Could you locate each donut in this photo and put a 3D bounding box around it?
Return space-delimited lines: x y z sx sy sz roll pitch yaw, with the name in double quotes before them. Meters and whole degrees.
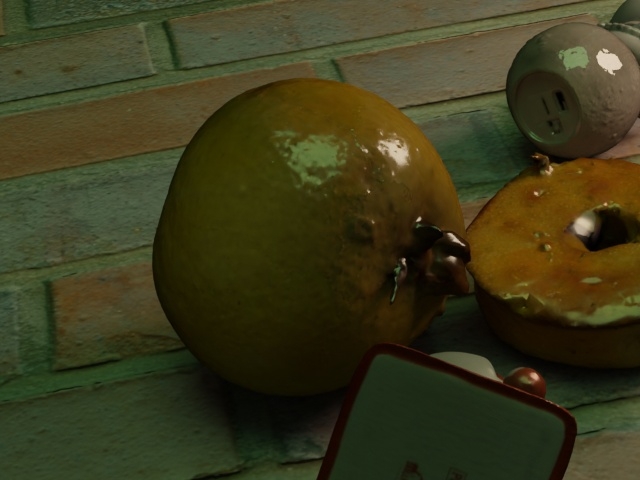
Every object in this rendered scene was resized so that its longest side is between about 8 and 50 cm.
"donut" 0.249 0.015 1.422 0.254 0.118 0.253 -3 31 2

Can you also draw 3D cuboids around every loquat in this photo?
"loquat" 0.000 0.000 1.359 0.275 0.274 0.275 -5 33 3

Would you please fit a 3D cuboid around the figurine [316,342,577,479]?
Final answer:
"figurine" 0.093 0.157 1.206 0.160 0.183 0.226 21 12 4

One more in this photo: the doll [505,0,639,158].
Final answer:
"doll" 0.317 -0.191 1.711 0.151 0.151 0.287 20 37 35
